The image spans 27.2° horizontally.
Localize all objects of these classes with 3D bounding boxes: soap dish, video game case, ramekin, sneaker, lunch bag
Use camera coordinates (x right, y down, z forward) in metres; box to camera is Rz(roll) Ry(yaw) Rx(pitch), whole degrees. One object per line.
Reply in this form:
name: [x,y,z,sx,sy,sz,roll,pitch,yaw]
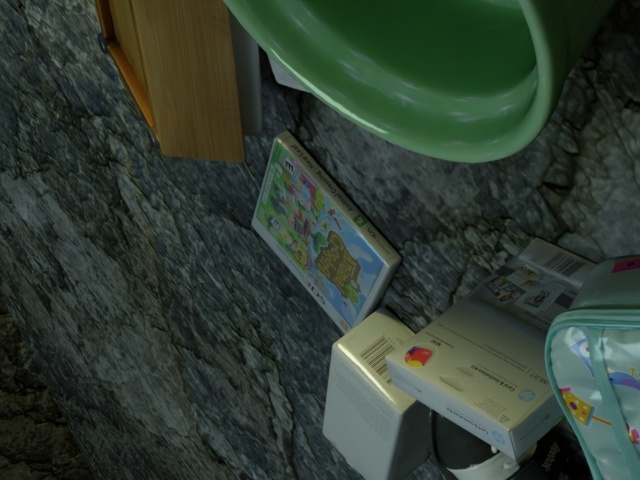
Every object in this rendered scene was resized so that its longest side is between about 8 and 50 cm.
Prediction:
soap dish: [-0.152,-0.239,1.291,0.291,0.118,0.229,86,158,-52]
video game case: [0.000,0.000,1.493,0.193,0.023,0.212,49,155,14]
ramekin: [0.063,-0.210,0.884,0.303,0.148,0.303,34,158,16]
sneaker: [0.206,0.239,1.336,0.146,0.122,0.331,7,129,36]
lunch bag: [0.292,0.143,0.959,0.224,0.108,0.279,-3,121,39]

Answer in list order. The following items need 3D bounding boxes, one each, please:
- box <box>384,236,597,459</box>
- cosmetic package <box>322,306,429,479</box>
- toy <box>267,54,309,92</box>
box: [0.170,0.083,1.085,0.145,0.186,0.038,27,144,45]
cosmetic package: [0.073,0.191,1.534,0.117,0.085,0.231,45,156,22]
toy: [-0.016,-0.242,1.172,0.137,0.056,0.237,28,144,51]
